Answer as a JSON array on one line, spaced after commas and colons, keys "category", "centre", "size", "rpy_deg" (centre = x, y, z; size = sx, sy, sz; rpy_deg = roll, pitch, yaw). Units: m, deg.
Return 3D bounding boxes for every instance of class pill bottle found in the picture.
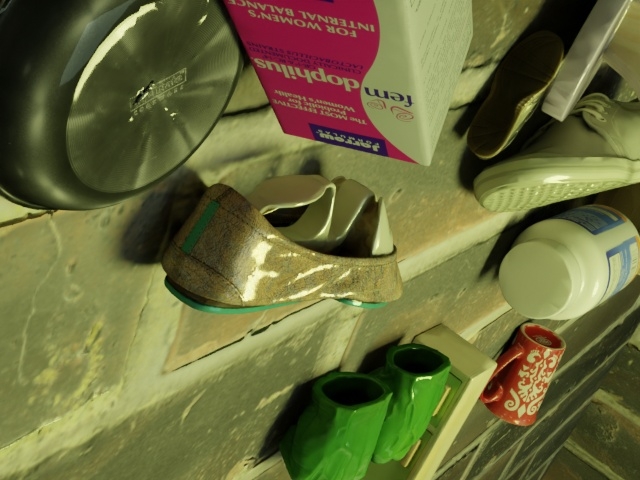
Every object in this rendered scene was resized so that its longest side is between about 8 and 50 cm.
[{"category": "pill bottle", "centre": [0.376, 0.035, 1.430], "size": [0.272, 0.152, 0.152], "rpy_deg": [-15, 135, -53]}]

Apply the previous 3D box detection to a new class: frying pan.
[{"category": "frying pan", "centre": [-0.085, -0.145, 0.506], "size": [0.197, 0.053, 0.326], "rpy_deg": [-21, 143, -53]}]

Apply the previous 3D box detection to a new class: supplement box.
[{"category": "supplement box", "centre": [0.022, -0.147, 0.558], "size": [0.220, 0.111, 0.114], "rpy_deg": [61, 45, -68]}]

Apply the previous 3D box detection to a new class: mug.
[{"category": "mug", "centre": [0.381, 0.254, 1.777], "size": [0.150, 0.113, 0.169], "rpy_deg": [-18, 134, -55]}]

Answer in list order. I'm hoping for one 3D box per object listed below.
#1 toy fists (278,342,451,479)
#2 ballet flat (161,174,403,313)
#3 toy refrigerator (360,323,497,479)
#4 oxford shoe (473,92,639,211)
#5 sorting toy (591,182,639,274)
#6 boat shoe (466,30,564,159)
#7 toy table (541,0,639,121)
[{"category": "toy fists", "centre": [0.056, 0.222, 1.176], "size": [0.279, 0.096, 0.142], "rpy_deg": [-13, 123, -53]}, {"category": "ballet flat", "centre": [0.000, 0.000, 0.778], "size": [0.316, 0.108, 0.106], "rpy_deg": [-1, 116, -62]}, {"category": "toy refrigerator", "centre": [0.138, 0.264, 1.363], "size": [0.094, 0.102, 0.269], "rpy_deg": [-14, 135, -54]}, {"category": "oxford shoe", "centre": [0.336, -0.120, 1.207], "size": [0.449, 0.169, 0.130], "rpy_deg": [-14, 91, -44]}, {"category": "sorting toy", "centre": [0.537, -0.071, 1.548], "size": [0.038, 0.208, 0.193], "rpy_deg": [13, 119, -17]}, {"category": "boat shoe", "centre": [0.205, -0.154, 1.006], "size": [0.152, 0.056, 0.049], "rpy_deg": [-54, 170, -1]}, {"category": "toy table", "centre": [0.383, -0.223, 1.049], "size": [0.274, 0.161, 0.252], "rpy_deg": [-60, 167, -3]}]
